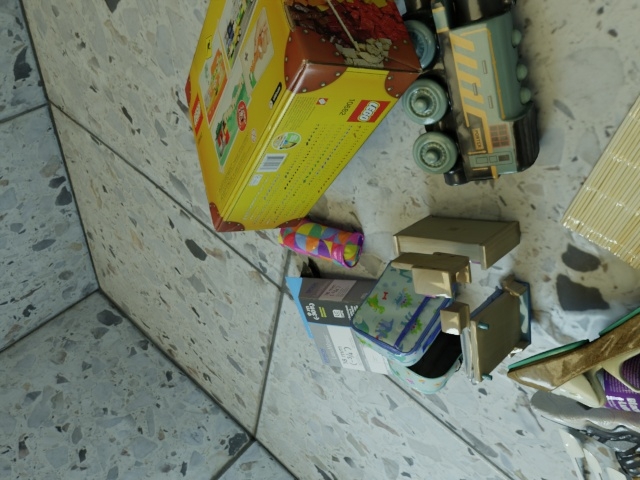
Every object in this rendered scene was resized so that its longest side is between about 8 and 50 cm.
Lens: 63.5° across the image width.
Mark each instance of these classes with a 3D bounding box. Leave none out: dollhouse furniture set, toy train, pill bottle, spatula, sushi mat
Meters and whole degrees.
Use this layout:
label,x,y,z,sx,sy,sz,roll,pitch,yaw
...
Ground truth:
label,x,y,z,sx,sy,sz,roll,pitch,yaw
dollhouse furniture set,0.250,0.134,1.005,0.198,0.286,0.303,7,114,45
toy train,0.235,-0.245,0.829,0.190,0.142,0.334,-1,119,34
pill bottle,0.574,0.247,0.904,0.193,0.108,0.108,-12,112,52
spatula,0.608,0.519,1.129,0.168,0.019,0.242,27,154,56
sushi mat,0.493,-0.099,0.764,0.151,0.019,0.316,35,142,22

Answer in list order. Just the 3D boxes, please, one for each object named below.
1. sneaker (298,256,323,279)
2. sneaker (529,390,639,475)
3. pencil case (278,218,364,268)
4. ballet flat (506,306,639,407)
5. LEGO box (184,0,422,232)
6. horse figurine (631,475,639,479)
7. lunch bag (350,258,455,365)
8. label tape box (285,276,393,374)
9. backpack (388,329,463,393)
label,x,y,z,sx,sy,sz,roll,pitch,yaw
sneaker,-0.032,0.134,1.520,0.089,0.051,0.170,39,138,17
sneaker,0.565,0.383,1.039,0.269,0.101,0.153,-7,116,50
pencil case,0.000,0.000,1.328,0.236,0.104,0.104,19,134,40
ballet flat,0.486,0.205,0.876,0.342,0.116,0.124,-37,63,29
LEGO box,-0.081,-0.289,0.945,0.500,0.193,0.372,-46,54,55
horse figurine,0.718,0.522,0.993,0.174,0.066,0.263,-20,106,13
lunch bag,0.189,0.155,1.148,0.176,0.219,0.090,28,157,32
label tape box,0.044,0.229,1.420,0.334,0.106,0.240,0,121,35
backpack,0.247,0.257,1.201,0.166,0.188,0.144,33,141,22
